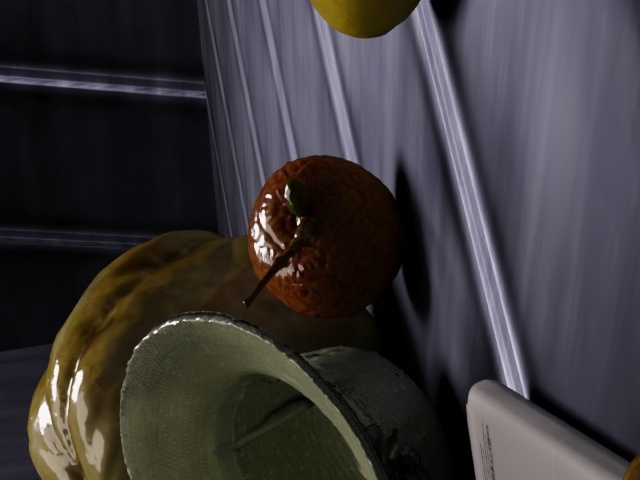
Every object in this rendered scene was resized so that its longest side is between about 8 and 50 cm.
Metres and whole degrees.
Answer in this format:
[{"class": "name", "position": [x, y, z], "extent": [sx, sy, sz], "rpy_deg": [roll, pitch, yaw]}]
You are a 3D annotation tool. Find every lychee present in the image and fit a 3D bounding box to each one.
[{"class": "lychee", "position": [0.004, 0.001, 1.183], "extent": [0.140, 0.101, 0.114], "rpy_deg": [128, 151, -80]}]

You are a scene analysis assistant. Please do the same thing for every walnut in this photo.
[{"class": "walnut", "position": [-0.079, 0.122, 1.338], "extent": [0.283, 0.227, 0.283], "rpy_deg": [20, -117, -47]}]

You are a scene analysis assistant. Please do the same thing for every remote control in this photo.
[{"class": "remote control", "position": [0.105, 0.108, 0.777], "extent": [0.261, 0.029, 0.067], "rpy_deg": [-154, 56, -80]}]

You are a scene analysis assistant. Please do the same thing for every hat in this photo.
[{"class": "hat", "position": [0.004, 0.140, 1.147], "extent": [0.257, 0.130, 0.257], "rpy_deg": [26, 129, 37]}]

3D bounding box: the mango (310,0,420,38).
[{"class": "mango", "position": [0.019, -0.182, 0.930], "extent": [0.122, 0.086, 0.191], "rpy_deg": [-125, 16, -54]}]

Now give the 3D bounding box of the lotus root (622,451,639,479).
[{"class": "lotus root", "position": [0.118, 0.100, 0.363], "extent": [0.108, 0.094, 0.190], "rpy_deg": [58, 176, -26]}]
